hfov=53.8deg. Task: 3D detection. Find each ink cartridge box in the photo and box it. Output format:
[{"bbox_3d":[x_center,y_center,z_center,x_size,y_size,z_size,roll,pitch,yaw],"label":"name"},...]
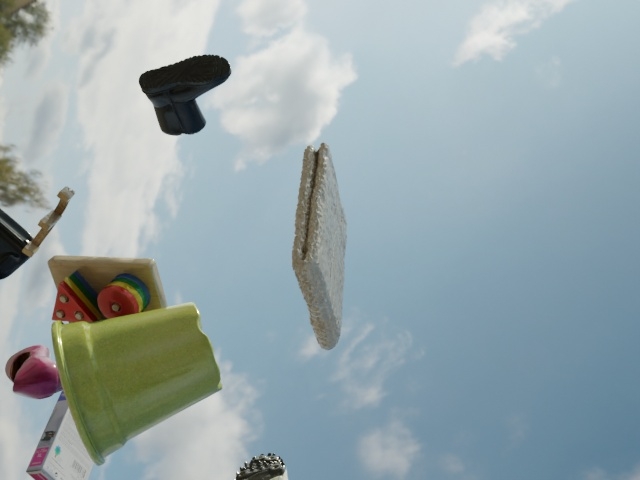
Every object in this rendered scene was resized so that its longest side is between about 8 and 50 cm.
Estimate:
[{"bbox_3d":[-0.707,0.565,1.802,0.065,0.186,0.311,-11,-142,15],"label":"ink cartridge box"}]

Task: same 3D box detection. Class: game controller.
[{"bbox_3d":[-0.897,-0.042,1.622,0.067,0.319,0.166,-33,-163,50],"label":"game controller"}]

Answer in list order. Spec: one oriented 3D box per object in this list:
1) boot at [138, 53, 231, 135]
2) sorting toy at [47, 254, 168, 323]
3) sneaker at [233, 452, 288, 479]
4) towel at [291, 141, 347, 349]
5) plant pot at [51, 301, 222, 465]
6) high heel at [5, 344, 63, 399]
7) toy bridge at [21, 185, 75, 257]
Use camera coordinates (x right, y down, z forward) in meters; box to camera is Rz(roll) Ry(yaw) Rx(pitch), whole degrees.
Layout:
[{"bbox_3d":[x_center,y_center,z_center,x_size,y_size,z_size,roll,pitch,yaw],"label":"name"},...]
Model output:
[{"bbox_3d":[-0.338,-0.381,1.686,0.246,0.207,0.094,-13,-118,2],"label":"boot"},{"bbox_3d":[-0.458,0.167,1.355,0.257,0.089,0.256,1,-62,18],"label":"sorting toy"},{"bbox_3d":[-0.063,0.377,0.852,0.237,0.085,0.086,-133,-152,-66],"label":"sneaker"},{"bbox_3d":[0.000,0.000,0.965,0.049,0.187,0.282,-6,-137,11],"label":"towel"},{"bbox_3d":[-0.330,0.238,1.184,0.276,0.253,0.276,161,-90,-74],"label":"plant pot"},{"bbox_3d":[-0.765,0.332,1.603,0.377,0.181,0.127,-9,-100,39],"label":"high heel"},{"bbox_3d":[-0.576,-0.043,1.346,0.188,0.026,0.063,-48,-166,23],"label":"toy bridge"}]
